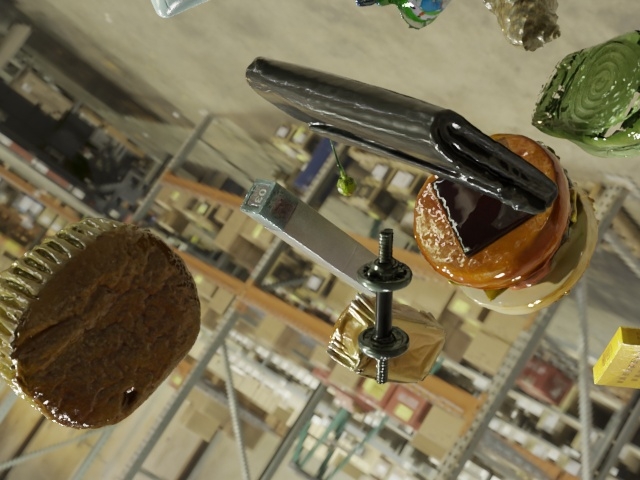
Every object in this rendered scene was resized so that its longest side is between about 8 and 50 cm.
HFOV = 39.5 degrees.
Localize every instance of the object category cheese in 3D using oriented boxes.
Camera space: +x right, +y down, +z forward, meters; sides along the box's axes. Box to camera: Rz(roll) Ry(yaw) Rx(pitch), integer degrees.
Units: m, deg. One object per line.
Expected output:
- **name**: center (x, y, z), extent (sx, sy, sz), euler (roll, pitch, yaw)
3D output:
- **cheese**: center (0.165, -0.479, 1.606), extent (0.083, 0.204, 0.320), euler (18, -152, 34)

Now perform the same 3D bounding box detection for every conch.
- **conch**: center (0.344, -0.400, 1.558), extent (0.207, 0.130, 0.155), euler (42, 170, 33)

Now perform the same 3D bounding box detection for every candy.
- **candy**: center (0.036, -0.136, 1.648), extent (0.035, 0.035, 0.123), euler (40, 156, 55)

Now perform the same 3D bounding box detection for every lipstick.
- **lipstick**: center (0.000, 0.000, 1.832), extent (0.371, 0.080, 0.076), euler (35, 167, -36)

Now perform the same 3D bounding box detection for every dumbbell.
- **dumbbell**: center (0.092, 0.100, 1.303), extent (0.081, 0.081, 0.254), euler (25, 125, 42)

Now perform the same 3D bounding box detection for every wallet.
- **wallet**: center (0.086, -0.138, 1.129), extent (0.228, 0.062, 0.406), euler (28, -179, -39)

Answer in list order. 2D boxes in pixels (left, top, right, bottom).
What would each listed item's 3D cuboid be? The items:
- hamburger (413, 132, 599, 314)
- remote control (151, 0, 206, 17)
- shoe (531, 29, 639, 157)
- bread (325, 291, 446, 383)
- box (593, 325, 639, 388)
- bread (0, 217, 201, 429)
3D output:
- **hamburger**: center (0.308, -0.023, 1.472), extent (0.291, 0.291, 0.225), euler (24, 177, 44)
- **remote control**: center (-0.239, -0.464, 1.241), extent (0.051, 0.103, 0.293), euler (-121, 8, -74)
- **shoe**: center (0.339, -0.166, 1.012), extent (0.128, 0.140, 0.262), euler (10, -176, -15)
- **bread**: center (0.124, 0.183, 1.652), extent (0.241, 0.136, 0.107), euler (16, -165, -49)
- **box**: center (0.604, 0.203, 1.466), extent (0.269, 0.043, 0.152), euler (6, 146, 0)
- **bread**: center (-0.281, 0.097, 1.104), extent (0.142, 0.253, 0.227), euler (11, 136, 47)
